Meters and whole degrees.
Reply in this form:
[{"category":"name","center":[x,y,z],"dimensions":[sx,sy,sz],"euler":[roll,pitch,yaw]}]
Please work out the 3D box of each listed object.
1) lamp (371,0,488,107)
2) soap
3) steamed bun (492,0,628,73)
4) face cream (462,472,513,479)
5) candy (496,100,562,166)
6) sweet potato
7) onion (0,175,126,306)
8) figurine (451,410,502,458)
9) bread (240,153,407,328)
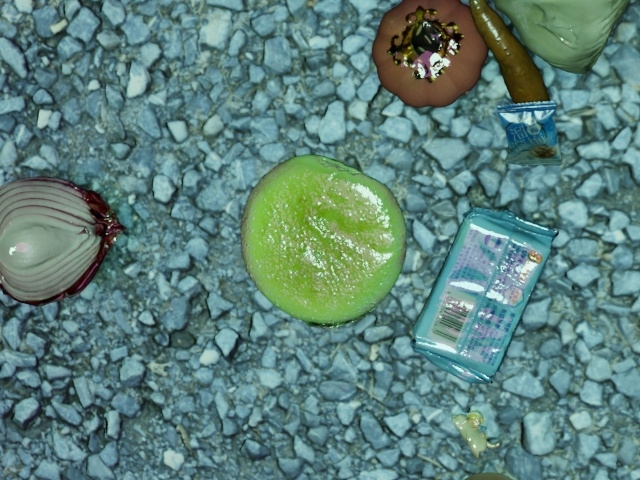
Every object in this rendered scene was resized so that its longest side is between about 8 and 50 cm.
[{"category":"lamp","center":[0.167,-0.294,1.286],"dimensions":[0.182,0.140,0.181],"euler":[1,95,17]},{"category":"soap","center":[0.258,0.086,1.343],"dimensions":[0.156,0.077,0.293],"euler":[25,103,9]},{"category":"steamed bun","center":[0.336,-0.409,1.138],"dimensions":[0.220,0.324,0.309],"euler":[24,94,14]},{"category":"face cream","center":[0.277,0.471,1.372],"dimensions":[0.149,0.104,0.149],"euler":[2,98,15]},{"category":"candy","center":[0.323,-0.161,1.287],"dimensions":[0.088,0.038,0.136],"euler":[-5,140,17]},{"category":"sweet potato","center":[0.296,-0.258,1.255],"dimensions":[0.057,0.057,0.264],"euler":[-26,120,16]},{"category":"onion","center":[-0.455,-0.006,1.492],"dimensions":[0.284,0.120,0.227],"euler":[-7,93,18]},{"category":"figurine","center":[0.260,0.318,1.393],"dimensions":[0.051,0.047,0.083],"euler":[-33,81,1]},{"category":"bread","center":[-0.004,0.004,1.418],"dimensions":[0.302,0.045,0.301],"euler":[2,98,15]}]
